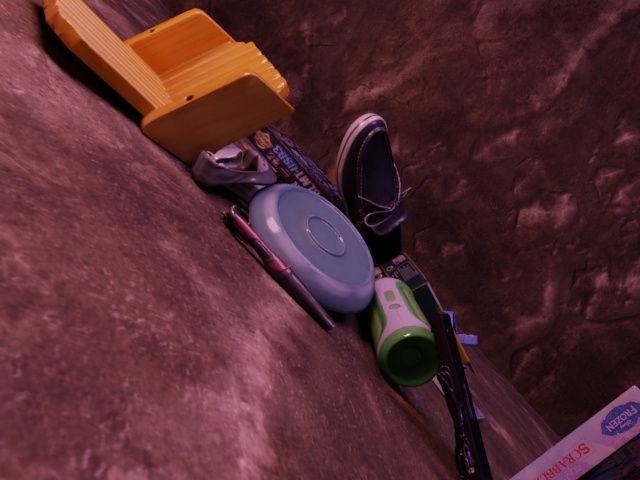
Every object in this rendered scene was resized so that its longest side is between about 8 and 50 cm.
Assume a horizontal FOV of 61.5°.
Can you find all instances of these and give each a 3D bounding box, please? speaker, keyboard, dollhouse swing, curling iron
[{"bbox_3d":[0.158,0.176,1.107,0.131,0.131,0.296,45,9,-14],"label":"speaker"},{"bbox_3d":[0.230,0.275,0.903,0.201,0.033,0.317,21,54,-67],"label":"keyboard"},{"bbox_3d":[-0.278,-0.374,0.994,0.346,0.315,0.305,57,-7,43],"label":"dollhouse swing"},{"bbox_3d":[-0.067,0.043,0.910,0.274,0.035,0.068,47,9,1],"label":"curling iron"}]

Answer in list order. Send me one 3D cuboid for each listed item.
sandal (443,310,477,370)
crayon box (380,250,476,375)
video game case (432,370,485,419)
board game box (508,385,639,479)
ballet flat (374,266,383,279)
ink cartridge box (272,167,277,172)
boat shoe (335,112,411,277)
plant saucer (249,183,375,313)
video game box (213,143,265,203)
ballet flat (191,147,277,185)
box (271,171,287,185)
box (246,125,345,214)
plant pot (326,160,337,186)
[{"bbox_3d":[0.354,0.260,1.630,0.317,0.138,0.126,49,11,21],"label":"sandal"},{"bbox_3d":[0.279,0.205,1.402,0.318,0.081,0.202,58,3,-22],"label":"crayon box"},{"bbox_3d":[0.333,0.377,1.381,0.201,0.023,0.183,53,11,29],"label":"video game case"},{"bbox_3d":[0.500,0.429,0.994,0.319,0.318,0.066,38,13,-43],"label":"board game box"},{"bbox_3d":[0.114,0.090,1.420,0.221,0.079,0.077,41,10,-38],"label":"ballet flat"},{"bbox_3d":[-0.059,-0.205,1.881,0.134,0.078,0.231,52,10,22],"label":"ink cartridge box"},{"bbox_3d":[0.149,-0.094,1.419,0.156,0.187,0.500,30,-41,37],"label":"boat shoe"},{"bbox_3d":[0.000,0.000,1.069,0.318,0.044,0.317,34,30,-22],"label":"plant saucer"},{"bbox_3d":[-0.203,-0.170,1.160,0.205,0.048,0.187,53,9,35],"label":"video game box"},{"bbox_3d":[-0.146,-0.140,1.010,0.072,0.068,0.213,38,26,26],"label":"ballet flat"},{"bbox_3d":[-0.037,-0.097,1.590,0.183,0.056,0.231,51,10,28],"label":"box"},{"bbox_3d":[-0.047,-0.189,1.531,0.295,0.073,0.293,49,10,9],"label":"box"},{"bbox_3d":[0.091,-0.155,1.769,0.237,0.254,0.237,51,3,-3],"label":"plant pot"}]
